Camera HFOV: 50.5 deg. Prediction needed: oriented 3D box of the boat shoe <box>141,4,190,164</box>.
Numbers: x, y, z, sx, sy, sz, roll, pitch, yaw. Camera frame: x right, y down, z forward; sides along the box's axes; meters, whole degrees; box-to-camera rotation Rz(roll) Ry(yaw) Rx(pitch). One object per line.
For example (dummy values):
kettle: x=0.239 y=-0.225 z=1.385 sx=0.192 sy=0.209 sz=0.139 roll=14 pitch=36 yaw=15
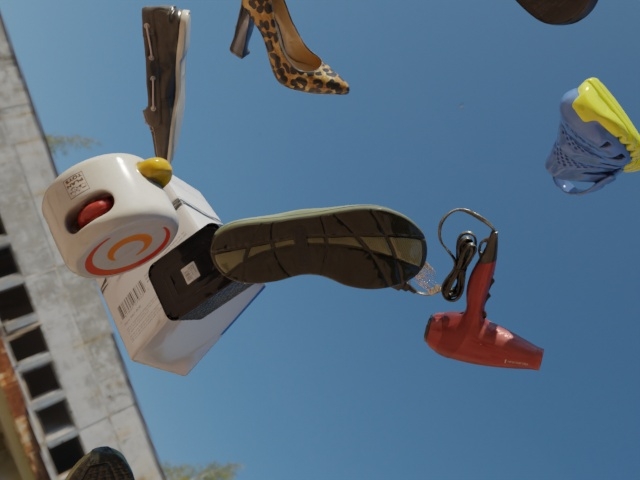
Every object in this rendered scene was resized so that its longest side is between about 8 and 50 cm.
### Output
boat shoe: x=-0.337 y=-0.327 z=1.433 sx=0.112 sy=0.096 sz=0.335 roll=-90 pitch=-169 yaw=-65

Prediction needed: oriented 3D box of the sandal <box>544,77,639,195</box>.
sandal: x=0.399 y=-0.136 z=1.011 sx=0.138 sy=0.317 sz=0.126 roll=-31 pitch=-113 yaw=21

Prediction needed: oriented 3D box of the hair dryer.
hair dryer: x=0.241 y=0.109 z=1.076 sx=0.293 sy=0.080 sz=0.223 roll=45 pitch=-46 yaw=-7

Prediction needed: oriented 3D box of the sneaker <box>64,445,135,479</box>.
sneaker: x=-0.455 y=0.524 z=1.343 sx=0.182 sy=0.158 sz=0.410 roll=-121 pitch=-142 yaw=-47

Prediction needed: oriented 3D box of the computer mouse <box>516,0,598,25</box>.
computer mouse: x=0.207 y=-0.349 z=0.664 sx=0.262 sy=0.060 sz=0.184 roll=44 pitch=-25 yaw=0

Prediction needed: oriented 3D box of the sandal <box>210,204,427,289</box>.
sandal: x=-0.001 y=-0.001 z=0.958 sx=0.086 sy=0.303 sz=0.120 roll=-79 pitch=170 yaw=-70

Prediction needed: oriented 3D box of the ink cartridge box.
ink cartridge box: x=-0.341 y=0.059 z=1.533 sx=0.285 sy=0.166 sz=0.395 roll=-48 pitch=-133 yaw=8

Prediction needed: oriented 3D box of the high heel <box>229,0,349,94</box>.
high heel: x=-0.041 y=-0.392 z=1.301 sx=0.261 sy=0.093 sz=0.186 roll=25 pitch=-47 yaw=-1

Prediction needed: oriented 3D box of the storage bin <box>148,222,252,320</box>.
storage bin: x=-0.218 y=0.061 z=1.275 sx=0.180 sy=0.084 sz=0.122 roll=-34 pitch=-107 yaw=17

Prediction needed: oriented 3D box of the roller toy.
roller toy: x=-0.343 y=-0.045 z=1.107 sx=0.146 sy=0.191 sz=0.209 roll=59 pitch=-44 yaw=18
